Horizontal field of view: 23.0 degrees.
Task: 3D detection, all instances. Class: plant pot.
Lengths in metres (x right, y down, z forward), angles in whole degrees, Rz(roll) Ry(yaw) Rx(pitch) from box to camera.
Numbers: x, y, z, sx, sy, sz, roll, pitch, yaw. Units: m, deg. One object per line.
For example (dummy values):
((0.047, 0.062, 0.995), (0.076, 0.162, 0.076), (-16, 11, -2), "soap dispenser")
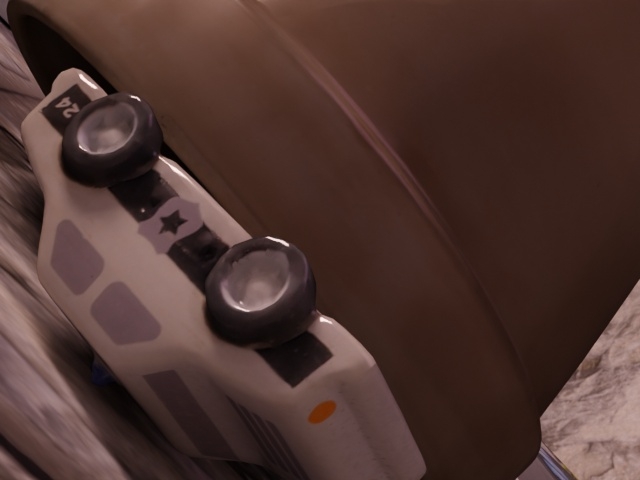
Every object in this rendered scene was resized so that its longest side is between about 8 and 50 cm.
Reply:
((0.056, -0.064, 0.762), (0.323, 0.280, 0.323), (48, -12, 14), "plant pot")

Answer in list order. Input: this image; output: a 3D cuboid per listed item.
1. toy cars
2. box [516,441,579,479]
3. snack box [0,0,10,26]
((-0.118, -0.052, 0.540), (0.393, 0.087, 0.176), (52, -10, -3), "toy cars")
((0.200, 0.260, 1.003), (0.318, 0.097, 0.395), (44, 3, -15), "box")
((-0.293, -0.270, 1.273), (0.207, 0.070, 0.174), (48, 2, -45), "snack box")
